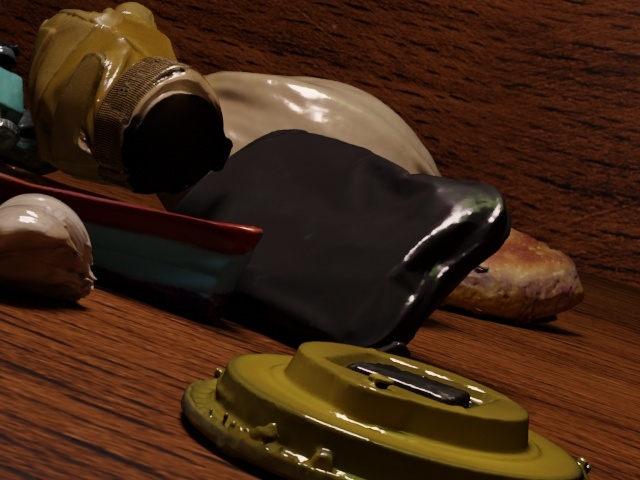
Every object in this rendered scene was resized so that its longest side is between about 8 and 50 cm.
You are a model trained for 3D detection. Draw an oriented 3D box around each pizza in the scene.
[{"bbox_3d":[0.161,0.035,1.705,0.305,0.086,0.161,12,27,-12],"label":"pizza"}]

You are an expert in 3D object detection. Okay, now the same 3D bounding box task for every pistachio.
[{"bbox_3d":[-0.017,-0.054,1.458,0.331,0.226,0.208,17,31,4],"label":"pistachio"}]

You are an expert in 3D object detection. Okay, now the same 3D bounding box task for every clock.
[{"bbox_3d":[0.042,0.097,0.806,0.237,0.057,0.237,16,4,-1],"label":"clock"}]

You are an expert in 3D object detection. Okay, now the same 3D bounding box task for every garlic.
[{"bbox_3d":[-0.203,0.004,1.039,0.094,0.074,0.113,4,-8,-14],"label":"garlic"}]

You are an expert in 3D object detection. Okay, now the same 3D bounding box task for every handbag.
[{"bbox_3d":[0.002,0.000,1.209,0.332,0.191,0.075,22,-33,48],"label":"handbag"}]

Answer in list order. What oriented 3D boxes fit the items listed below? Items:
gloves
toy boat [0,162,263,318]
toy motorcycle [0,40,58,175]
[{"bbox_3d":[-0.195,-0.134,1.345,0.141,0.154,0.331,-2,19,-27],"label":"gloves"},{"bbox_3d":[-0.186,-0.013,1.243,0.136,0.079,0.392,13,4,-45],"label":"toy boat"},{"bbox_3d":[-0.377,-0.109,1.401,0.296,0.198,0.109,26,40,-39],"label":"toy motorcycle"}]
